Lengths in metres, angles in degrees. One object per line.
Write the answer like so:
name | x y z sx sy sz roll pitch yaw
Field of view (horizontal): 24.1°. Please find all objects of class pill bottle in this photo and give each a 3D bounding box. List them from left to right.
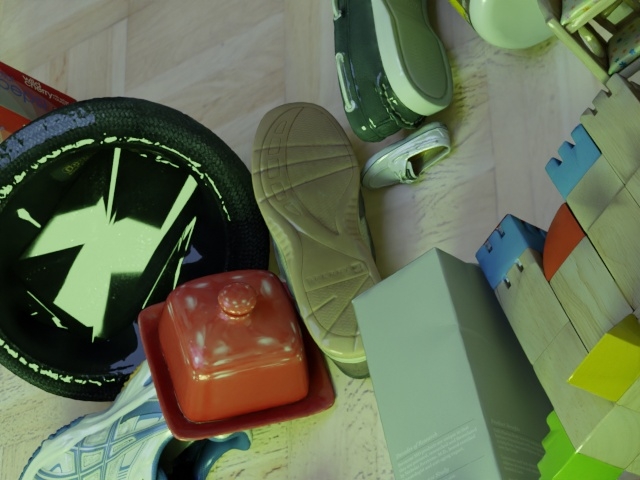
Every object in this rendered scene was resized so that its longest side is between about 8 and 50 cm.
pill bottle | 0.145 -0.276 1.370 0.117 0.117 0.215 -47 46 16

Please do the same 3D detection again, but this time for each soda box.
soda box | -0.398 -0.158 1.720 0.092 0.263 0.083 -38 49 24

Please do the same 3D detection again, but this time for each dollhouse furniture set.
dollhouse furniture set | 0.275 -0.234 1.192 0.182 0.101 0.161 -37 22 29

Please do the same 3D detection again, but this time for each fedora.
fedora | -0.206 -0.004 1.521 0.334 0.334 0.152 -45 13 18

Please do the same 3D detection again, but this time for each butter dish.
butter dish | -0.077 0.083 1.369 0.118 0.160 0.160 95 159 -51

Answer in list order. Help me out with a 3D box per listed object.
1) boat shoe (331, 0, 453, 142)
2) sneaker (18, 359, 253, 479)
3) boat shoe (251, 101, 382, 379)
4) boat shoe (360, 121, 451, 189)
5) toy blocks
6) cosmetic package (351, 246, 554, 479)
boat shoe | 0.050 -0.232 1.441 0.091 0.114 0.302 -31 46 34
sneaker | -0.187 0.227 1.454 0.296 0.112 0.131 -45 47 19
boat shoe | 0.000 0.000 1.393 0.103 0.092 0.285 -13 57 -8
boat shoe | 0.080 -0.071 1.398 0.100 0.035 0.035 -31 49 21
toy blocks | 0.265 -0.017 1.116 0.381 0.191 0.261 -54 31 23
cosmetic package | 0.119 0.137 1.197 0.107 0.127 0.238 -36 48 27
